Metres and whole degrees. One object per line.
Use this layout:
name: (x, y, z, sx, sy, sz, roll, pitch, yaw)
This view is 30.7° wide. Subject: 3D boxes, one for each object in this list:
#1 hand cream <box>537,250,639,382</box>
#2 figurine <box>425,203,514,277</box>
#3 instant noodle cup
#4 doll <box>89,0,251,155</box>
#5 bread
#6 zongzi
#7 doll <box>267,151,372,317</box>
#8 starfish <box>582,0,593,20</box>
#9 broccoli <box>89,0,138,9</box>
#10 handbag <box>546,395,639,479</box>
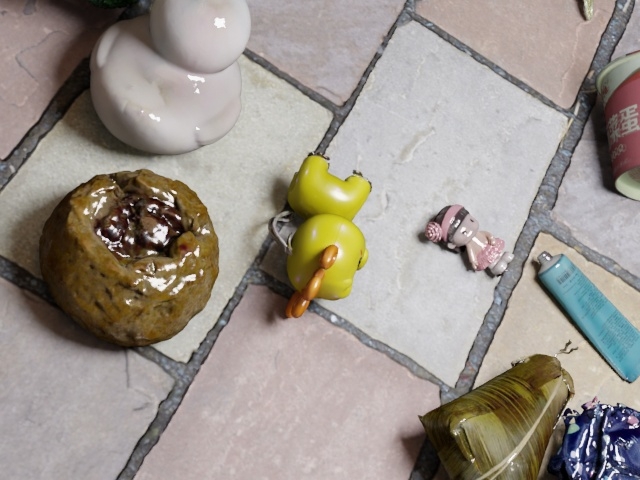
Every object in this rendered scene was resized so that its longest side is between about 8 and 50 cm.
hand cream: (0.394, 0.101, 1.685, 0.224, 0.048, 0.083, 48, 59, -1)
figurine: (0.210, 0.004, 1.652, 0.129, 0.054, 0.072, 40, 72, -8)
instant noodle cup: (0.536, -0.169, 1.771, 0.234, 0.235, 0.178, 11, 71, -17)
doll: (-0.182, -0.238, 1.520, 0.221, 0.221, 0.251, 37, 58, -1)
bread: (-0.230, 0.012, 1.431, 0.230, 0.123, 0.230, 7, 65, -16)
zongzi: (0.269, 0.286, 1.518, 0.247, 0.111, 0.241, -24, 94, -35)
doll: (0.000, 0.000, 1.523, 0.135, 0.143, 0.221, 24, 52, -11)
starfish: (0.428, -0.468, 1.960, 0.176, 0.053, 0.208, -10, 75, -38)
broccoli: (-0.280, -0.436, 1.545, 0.254, 0.269, 0.269, 10, 62, -9)
handbag: (0.430, 0.314, 1.550, 0.260, 0.113, 0.162, 24, 65, -18)
